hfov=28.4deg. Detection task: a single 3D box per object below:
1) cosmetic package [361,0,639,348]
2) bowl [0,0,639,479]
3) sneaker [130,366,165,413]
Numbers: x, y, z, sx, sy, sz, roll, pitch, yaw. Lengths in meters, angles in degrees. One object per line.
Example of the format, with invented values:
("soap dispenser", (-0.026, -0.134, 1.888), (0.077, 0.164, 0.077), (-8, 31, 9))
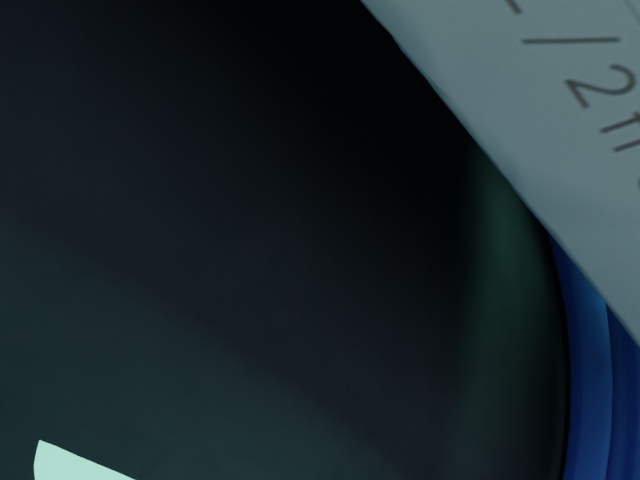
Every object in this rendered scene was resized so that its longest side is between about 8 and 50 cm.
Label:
("cosmetic package", (0.215, -0.202, 0.349), (0.329, 0.393, 0.327), (45, 37, -35))
("bowl", (0.000, 0.000, 0.446), (0.391, 0.077, 0.391), (17, 62, -35))
("sneaker", (-0.033, 0.123, 0.490), (0.146, 0.102, 0.293), (-19, 89, -37))
